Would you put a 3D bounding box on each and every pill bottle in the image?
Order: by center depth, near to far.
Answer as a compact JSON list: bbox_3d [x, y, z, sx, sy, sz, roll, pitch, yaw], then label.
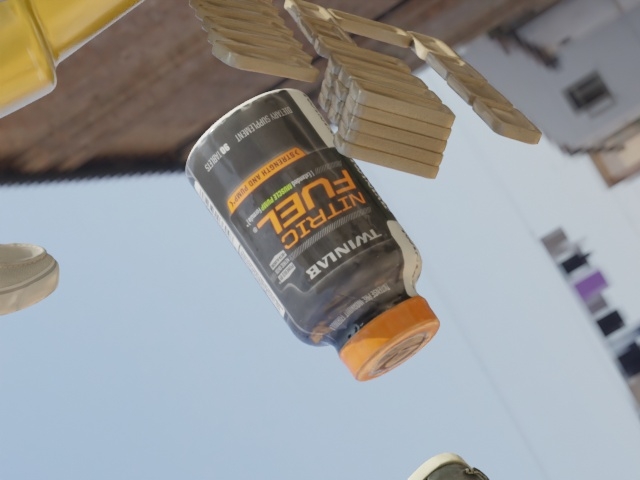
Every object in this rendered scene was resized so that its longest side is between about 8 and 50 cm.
[{"bbox_3d":[0.000,0.000,1.454,0.246,0.130,0.130,54,-166,17],"label":"pill bottle"}]

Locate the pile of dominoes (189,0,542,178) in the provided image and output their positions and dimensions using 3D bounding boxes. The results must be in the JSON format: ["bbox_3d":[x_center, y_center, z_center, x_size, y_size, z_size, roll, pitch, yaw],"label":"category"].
[{"bbox_3d":[0.011,-0.101,1.035,0.196,0.040,0.251,14,-164,-15],"label":"pile of dominoes"}]

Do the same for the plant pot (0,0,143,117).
[{"bbox_3d":[-0.175,-0.219,1.020,0.254,0.239,0.254,155,90,-83],"label":"plant pot"}]

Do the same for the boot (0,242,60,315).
[{"bbox_3d":[-0.333,0.004,1.506,0.258,0.095,0.123,-16,-66,-51],"label":"boot"}]

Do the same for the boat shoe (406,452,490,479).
[{"bbox_3d":[0.055,0.271,1.294,0.079,0.233,0.084,33,171,46],"label":"boat shoe"}]
